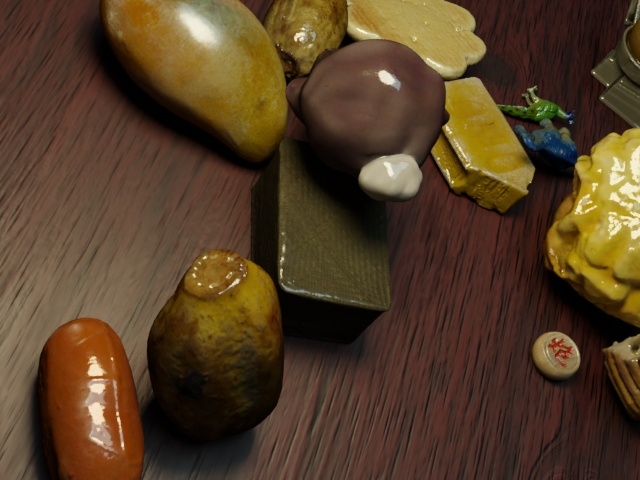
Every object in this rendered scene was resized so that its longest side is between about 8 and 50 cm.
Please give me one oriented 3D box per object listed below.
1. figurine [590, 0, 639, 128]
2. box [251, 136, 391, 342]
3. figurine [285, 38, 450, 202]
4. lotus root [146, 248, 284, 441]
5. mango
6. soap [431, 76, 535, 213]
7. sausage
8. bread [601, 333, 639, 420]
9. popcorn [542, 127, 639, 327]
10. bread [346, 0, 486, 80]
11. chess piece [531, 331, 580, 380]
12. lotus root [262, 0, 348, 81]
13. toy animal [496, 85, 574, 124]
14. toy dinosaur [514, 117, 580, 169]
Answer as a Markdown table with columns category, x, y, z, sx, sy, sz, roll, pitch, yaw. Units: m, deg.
| category | x | y | z | sx | sy | sz | roll | pitch | yaw |
| --- | --- | --- | --- | --- | --- | --- | --- | --- | --- |
| figurine | 0.702 | -0.391 | 1.938 | 0.167 | 0.285 | 0.342 | -17 | 68 | -31 |
| box | -0.001 | 0.001 | 1.447 | 0.184 | 0.143 | 0.273 | 11 | 58 | -20 |
| figurine | 0.048 | -0.201 | 1.442 | 0.218 | 0.365 | 0.206 | 38 | 88 | -19 |
| lotus root | -0.139 | 0.138 | 1.218 | 0.193 | 0.291 | 0.193 | 6 | 46 | -6 |
| mango | -0.190 | -0.292 | 1.507 | 0.384 | 0.199 | 0.221 | 51 | 46 | -6 |
| soap | 0.286 | -0.171 | 1.729 | 0.160 | 0.080 | 0.257 | -17 | 69 | -33 |
| sausage | -0.289 | 0.221 | 1.183 | 0.133 | 0.133 | 0.258 | -1 | 62 | -26 |
| bread | 0.610 | 0.212 | 1.543 | 0.274 | 0.274 | 0.149 | 2 | 69 | -25 |
| popcorn | 0.566 | -0.017 | 1.641 | 0.349 | 0.381 | 0.349 | -3 | 80 | 16 |
| bread | 0.172 | -0.414 | 1.814 | 0.316 | 0.054 | 0.316 | 14 | 43 | -14 |
| chess piece | 0.396 | 0.195 | 1.587 | 0.083 | 0.038 | 0.084 | 13 | 54 | -18 |
| lotus root | -0.026 | -0.387 | 1.676 | 0.145 | 0.128 | 0.260 | 5 | 49 | 19 |
| toy animal | 0.406 | -0.273 | 1.878 | 0.217 | 0.041 | 0.075 | 5 | 61 | -18 |
| toy dinosaur | 0.447 | -0.152 | 1.755 | 0.247 | 0.075 | 0.188 | 39 | 23 | -19 |
